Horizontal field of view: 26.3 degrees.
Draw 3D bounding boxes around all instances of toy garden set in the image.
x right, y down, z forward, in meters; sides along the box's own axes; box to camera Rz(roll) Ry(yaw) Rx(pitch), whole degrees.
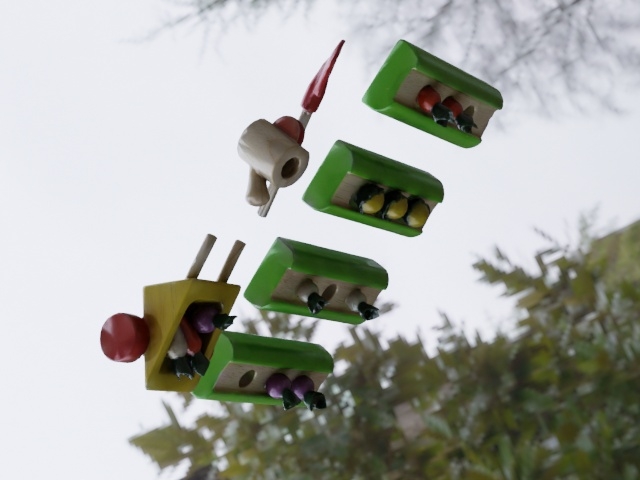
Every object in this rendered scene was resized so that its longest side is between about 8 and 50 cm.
[{"bbox_3d":[0.000,0.000,0.789,0.049,0.244,0.204,40,-166,33],"label":"toy garden set"}]
